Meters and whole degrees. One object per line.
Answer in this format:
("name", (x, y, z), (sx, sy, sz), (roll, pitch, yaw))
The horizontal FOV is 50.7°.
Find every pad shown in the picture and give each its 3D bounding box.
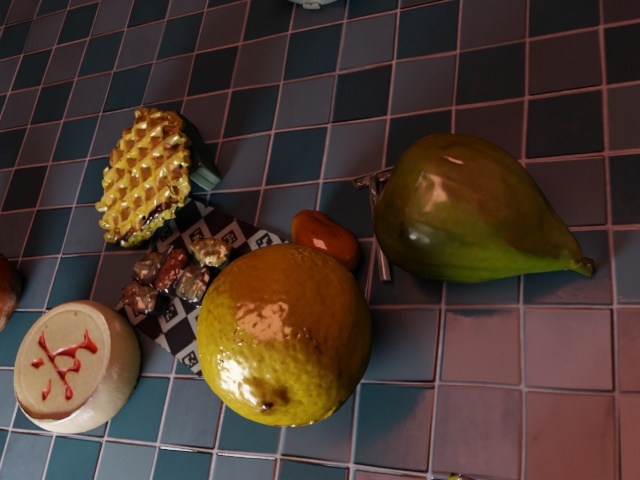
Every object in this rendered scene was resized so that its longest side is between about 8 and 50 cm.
("pad", (-0.270, 0.059, 1.330), (0.112, 0.003, 0.157), (-30, 57, 12))

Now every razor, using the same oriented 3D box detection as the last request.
("razor", (0.100, -0.028, 1.161), (0.084, 0.036, 0.211), (-15, 61, 23))

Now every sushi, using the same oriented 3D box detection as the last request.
("sushi", (-0.250, 0.064, 1.280), (0.292, 0.059, 0.294), (25, 80, 33))

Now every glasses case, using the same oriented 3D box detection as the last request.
("glasses case", (-0.266, -0.188, 1.397), (0.039, 0.078, 0.184), (-37, 55, 11))

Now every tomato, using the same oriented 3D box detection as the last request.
("tomato", (-0.733, 0.107, 1.464), (0.155, 0.180, 0.214), (-15, 68, 0))

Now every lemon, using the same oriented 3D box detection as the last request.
("lemon", (-0.052, 0.139, 1.021), (0.293, 0.293, 0.293), (-11, 63, 22))

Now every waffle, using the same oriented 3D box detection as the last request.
("waffle", (-0.364, -0.120, 1.379), (0.307, 0.060, 0.311), (44, 113, 42))

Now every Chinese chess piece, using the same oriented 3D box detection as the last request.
("Chinese chess piece", (-0.462, 0.238, 1.286), (0.250, 0.103, 0.249), (-10, 64, 21))

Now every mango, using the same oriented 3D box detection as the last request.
("mango", (-0.001, 0.004, 1.163), (0.159, 0.105, 0.084), (37, 113, 47))

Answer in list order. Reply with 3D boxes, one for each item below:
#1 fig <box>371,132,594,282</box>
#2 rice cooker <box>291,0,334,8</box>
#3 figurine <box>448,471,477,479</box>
("fig", (0.237, -0.049, 1.024), (0.314, 0.233, 0.233), (-1, 64, -4))
("rice cooker", (-0.025, -0.629, 1.387), (0.281, 0.241, 0.226), (18, 79, -2))
("figurine", (0.216, 0.444, 0.797), (0.167, 0.342, 0.284), (22, 72, -12))
